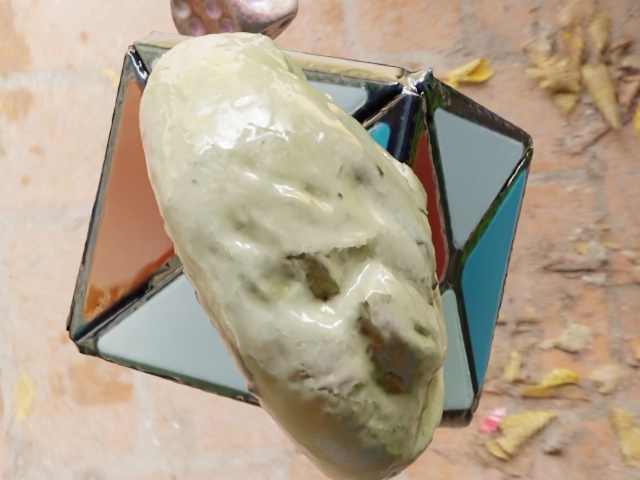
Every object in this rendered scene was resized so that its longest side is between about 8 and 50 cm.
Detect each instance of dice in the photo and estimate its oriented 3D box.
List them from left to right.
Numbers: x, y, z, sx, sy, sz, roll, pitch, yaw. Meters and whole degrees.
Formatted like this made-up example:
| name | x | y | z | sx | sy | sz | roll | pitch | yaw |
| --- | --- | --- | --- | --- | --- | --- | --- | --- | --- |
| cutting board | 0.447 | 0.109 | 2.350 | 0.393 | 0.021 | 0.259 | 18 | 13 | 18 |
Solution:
| name | x | y | z | sx | sy | sz | roll | pitch | yaw |
| --- | --- | --- | --- | --- | --- | --- | --- | --- | --- |
| dice | -0.085 | -0.231 | 1.352 | 0.093 | 0.094 | 0.091 | 52 | 46 | 3 |

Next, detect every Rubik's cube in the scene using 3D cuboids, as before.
| name | x | y | z | sx | sy | sz | roll | pitch | yaw |
| --- | --- | --- | --- | --- | --- | --- | --- | --- | --- |
| Rubik's cube | -0.008 | -0.003 | 1.041 | 0.246 | 0.248 | 0.250 | 12 | 91 | 27 |

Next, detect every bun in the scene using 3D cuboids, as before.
| name | x | y | z | sx | sy | sz | roll | pitch | yaw |
| --- | --- | --- | --- | --- | --- | --- | --- | --- | --- |
| bun | 0.000 | 0.000 | 0.695 | 0.116 | 0.210 | 0.237 | -23 | 105 | 5 |
